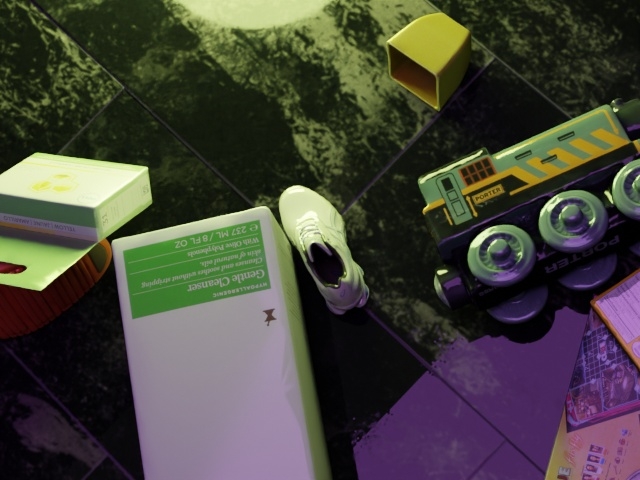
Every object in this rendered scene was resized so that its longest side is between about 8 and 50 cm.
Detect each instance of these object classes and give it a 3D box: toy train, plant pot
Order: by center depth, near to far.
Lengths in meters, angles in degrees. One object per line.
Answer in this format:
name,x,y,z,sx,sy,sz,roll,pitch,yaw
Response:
toy train,0.269,-0.043,1.938,0.334,0.142,0.190,-25,59,4
plant pot,0.138,-0.223,2.055,0.081,0.081,0.083,38,71,21

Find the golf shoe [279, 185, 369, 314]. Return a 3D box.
golf shoe,0.000,0.000,2.007,0.069,0.086,0.176,-32,67,3

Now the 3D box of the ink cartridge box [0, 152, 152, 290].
ink cartridge box,-0.332,-0.028,2.017,0.171,0.235,0.056,9,118,26

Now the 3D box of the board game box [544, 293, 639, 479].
board game box,0.351,0.195,1.885,0.165,0.042,0.243,14,76,16

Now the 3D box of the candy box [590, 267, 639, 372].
candy box,0.395,0.120,1.861,0.105,0.027,0.206,-33,68,-2

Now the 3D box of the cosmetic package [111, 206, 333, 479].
cosmetic package,-0.105,0.170,1.937,0.197,0.155,0.365,-14,68,5

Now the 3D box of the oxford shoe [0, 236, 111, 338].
oxford shoe,-0.432,0.053,2.068,0.364,0.130,0.132,-23,50,-5
